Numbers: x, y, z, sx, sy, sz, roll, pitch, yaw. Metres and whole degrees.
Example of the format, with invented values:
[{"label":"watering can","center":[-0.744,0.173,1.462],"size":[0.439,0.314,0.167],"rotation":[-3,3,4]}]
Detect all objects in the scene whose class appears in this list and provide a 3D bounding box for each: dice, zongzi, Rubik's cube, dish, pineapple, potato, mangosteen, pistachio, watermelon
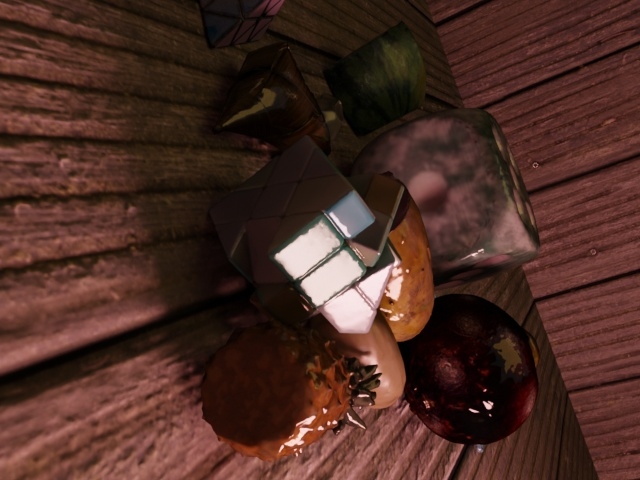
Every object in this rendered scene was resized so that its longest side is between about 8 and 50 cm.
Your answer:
[{"label":"dice","center":[0.280,-0.075,1.447],"size":[0.348,0.328,0.330],"rotation":[12,61,-63]},{"label":"zongzi","center":[-0.070,-0.176,1.061],"size":[0.221,0.112,0.242],"rotation":[54,36,-33]},{"label":"Rubik's cube","center":[0.000,0.000,0.888],"size":[0.213,0.265,0.224],"rotation":[50,6,-36]},{"label":"dish","center":[0.027,-0.284,1.430],"size":[0.091,0.039,0.137],"rotation":[55,29,-30]},{"label":"pineapple","center":[-0.011,0.188,0.842],"size":[0.340,0.169,0.169],"rotation":[23,51,-65]},{"label":"potato","center":[0.110,0.056,1.140],"size":[0.266,0.229,0.229],"rotation":[56,27,-33]},{"label":"Rubik's cube","center":[-0.128,-0.391,1.077],"size":[0.211,0.191,0.178],"rotation":[45,51,-36]},{"label":"mangosteen","center":[0.297,0.246,1.270],"size":[0.297,0.294,0.296],"rotation":[168,-90,-86]},{"label":"pistachio","center":[0.057,0.180,1.033],"size":[0.130,0.131,0.206],"rotation":[23,-39,63]},{"label":"watermelon","center":[0.118,-0.392,1.629],"size":[0.262,0.201,0.212],"rotation":[-31,105,-22]}]

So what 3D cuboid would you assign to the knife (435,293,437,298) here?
[{"label":"knife","center":[0.302,0.139,1.729],"size":[0.014,0.005,0.091],"rotation":[-20,90,-65]}]

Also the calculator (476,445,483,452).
[{"label":"calculator","center":[0.374,0.383,1.633],"size":[0.173,0.051,0.292],"rotation":[39,38,-53]}]
